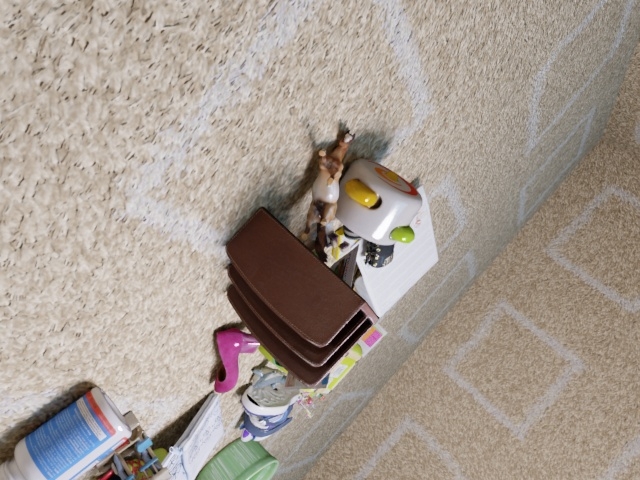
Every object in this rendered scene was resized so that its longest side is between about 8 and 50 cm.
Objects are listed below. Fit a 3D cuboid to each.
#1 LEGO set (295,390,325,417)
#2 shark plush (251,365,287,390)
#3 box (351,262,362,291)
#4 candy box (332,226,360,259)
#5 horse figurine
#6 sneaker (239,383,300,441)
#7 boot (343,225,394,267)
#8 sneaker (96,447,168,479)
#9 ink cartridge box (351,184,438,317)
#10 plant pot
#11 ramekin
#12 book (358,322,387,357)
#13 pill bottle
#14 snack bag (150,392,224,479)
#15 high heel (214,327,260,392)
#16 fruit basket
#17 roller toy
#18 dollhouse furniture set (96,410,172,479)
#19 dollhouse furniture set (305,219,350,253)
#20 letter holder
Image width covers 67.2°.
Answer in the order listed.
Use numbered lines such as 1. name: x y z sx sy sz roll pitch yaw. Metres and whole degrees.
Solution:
1. LEGO set: -0.031 0.645 1.966 0.132 0.107 0.287 -51 154 6
2. shark plush: -0.138 0.429 1.480 0.073 0.161 0.067 19 72 -72
3. box: 0.184 0.080 1.629 0.201 0.021 0.164 -29 148 -34
4. candy box: 0.118 -0.031 1.370 0.206 0.027 0.105 -32 146 -30
5. horse figurine: 0.011 -0.094 0.997 0.174 0.066 0.263 -63 164 -72
6. sneaker: -0.205 0.594 1.603 0.236 0.130 0.323 -56 159 6
7. boot: 0.143 0.004 1.311 0.236 0.085 0.178 -25 132 -43
8. sneaker: -0.487 0.603 1.248 0.208 0.081 0.094 -25 139 -42
9. ink cartridge box: 0.228 0.032 1.551 0.308 0.091 0.385 -41 137 -14
10. plant pot: -0.013 0.329 1.457 0.227 0.207 0.228 -47 153 -2
11. ramekin: -0.316 0.878 1.798 0.303 0.148 0.303 -36 151 -23
12. book: 0.191 0.398 1.983 0.144 0.096 0.035 -40 153 -17
13. pill bottle: -0.488 0.395 0.913 0.221 0.124 0.124 -36 151 -24
14. snack bag: -0.387 0.638 1.375 0.342 0.037 0.323 -54 163 -39
15. high heel: -0.255 0.315 1.243 0.117 0.082 0.244 15 131 -31
16. fruit basket: -0.013 0.198 1.176 0.353 0.165 0.327 124 -18 -68
17. roller toy: 0.130 -0.097 1.118 0.209 0.191 0.146 22 114 -21
18. dollhouse furniture set: -0.452 0.523 1.132 0.129 0.129 0.183 -32 151 -29
19. dollhouse furniture set: 0.000 0.000 1.189 0.114 0.091 0.081 -31 134 -26
20. letter holder: -0.071 0.120 0.974 0.214 0.302 0.152 -46 154 -4
